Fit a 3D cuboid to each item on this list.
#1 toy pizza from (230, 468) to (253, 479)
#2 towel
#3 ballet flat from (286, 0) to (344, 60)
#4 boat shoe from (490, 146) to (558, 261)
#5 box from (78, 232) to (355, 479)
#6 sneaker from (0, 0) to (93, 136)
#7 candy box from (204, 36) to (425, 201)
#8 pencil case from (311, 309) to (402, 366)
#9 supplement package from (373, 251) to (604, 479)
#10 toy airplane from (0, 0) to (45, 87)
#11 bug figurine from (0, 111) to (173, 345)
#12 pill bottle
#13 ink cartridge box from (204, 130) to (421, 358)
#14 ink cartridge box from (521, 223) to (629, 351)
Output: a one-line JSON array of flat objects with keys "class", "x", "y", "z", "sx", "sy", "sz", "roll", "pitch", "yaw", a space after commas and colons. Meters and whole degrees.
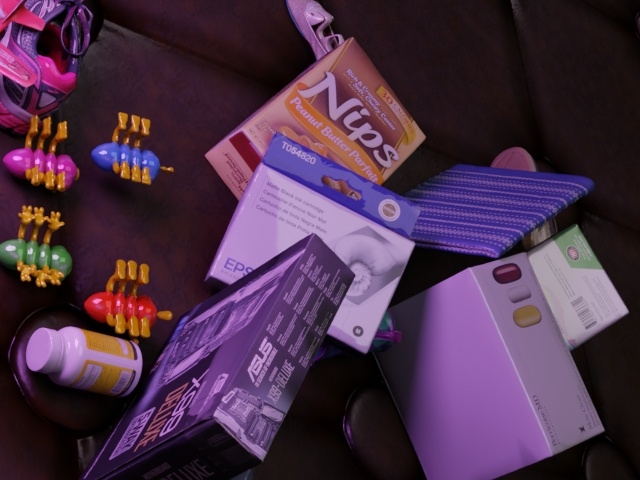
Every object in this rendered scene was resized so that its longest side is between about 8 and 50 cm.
[{"class": "toy pizza", "x": -0.122, "y": 0.313, "z": 1.619, "sx": 0.032, "sy": 0.201, "sz": 0.201, "roll": 19, "pitch": 40, "yaw": 10}, {"class": "towel", "x": 0.219, "y": -0.040, "z": 2.185, "sx": 0.336, "sy": 0.243, "sz": 0.040, "roll": -30, "pitch": 121, "yaw": -52}, {"class": "ballet flat", "x": 0.007, "y": -0.300, "z": 2.245, "sx": 0.057, "sy": 0.052, "sz": 0.168, "roll": -19, "pitch": 81, "yaw": -50}, {"class": "boat shoe", "x": 0.318, "y": -0.002, "z": 2.367, "sx": 0.092, "sy": 0.103, "sz": 0.285, "roll": 20, "pitch": 56, "yaw": -46}, {"class": "box", "x": -0.110, "y": 0.153, "z": 1.661, "sx": 0.076, "sy": 0.242, "sz": 0.307, "roll": 46, "pitch": 40, "yaw": -15}, {"class": "sneaker", "x": -0.315, "y": -0.263, "z": 1.812, "sx": 0.121, "sy": 0.112, "sz": 0.299, "roll": 25, "pitch": 49, "yaw": -37}, {"class": "candy box", "x": 0.000, "y": -0.128, "z": 2.087, "sx": 0.183, "sy": 0.087, "sz": 0.316, "roll": 54, "pitch": 42, "yaw": -8}, {"class": "pencil case", "x": 0.031, "y": 0.121, "z": 1.980, "sx": 0.151, "sy": 0.070, "sz": 0.064, "roll": -5, "pitch": 105, "yaw": -48}, {"class": "supplement package", "x": 0.212, "y": 0.179, "z": 2.037, "sx": 0.145, "sy": 0.204, "sz": 0.262, "roll": -13, "pitch": 77, "yaw": -51}, {"class": "toy airplane", "x": -0.361, "y": -0.230, "z": 1.687, "sx": 0.151, "sy": 0.028, "sz": 0.151, "roll": 9, "pitch": 63, "yaw": -18}, {"class": "bug figurine", "x": -0.263, "y": -0.019, "z": 1.743, "sx": 0.216, "sy": 0.072, "sz": 0.279, "roll": 18, "pitch": 58, "yaw": -33}, {"class": "pill bottle", "x": -0.255, "y": 0.128, "z": 1.659, "sx": 0.116, "sy": 0.065, "sz": 0.065, "roll": 19, "pitch": 53, "yaw": -41}, {"class": "ink cartridge box", "x": 0.000, "y": 0.000, "z": 1.910, "sx": 0.223, "sy": 0.045, "sz": 0.224, "roll": 26, "pitch": 70, "yaw": -9}, {"class": "ink cartridge box", "x": 0.309, "y": 0.097, "z": 2.217, "sx": 0.212, "sy": 0.093, "sz": 0.154, "roll": -30, "pitch": 89, "yaw": -21}]
